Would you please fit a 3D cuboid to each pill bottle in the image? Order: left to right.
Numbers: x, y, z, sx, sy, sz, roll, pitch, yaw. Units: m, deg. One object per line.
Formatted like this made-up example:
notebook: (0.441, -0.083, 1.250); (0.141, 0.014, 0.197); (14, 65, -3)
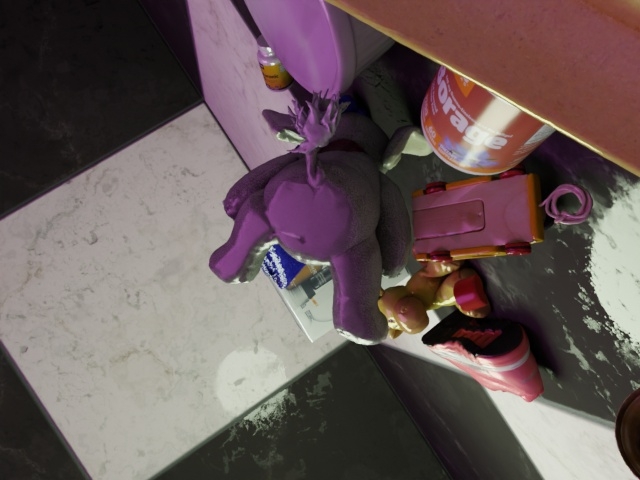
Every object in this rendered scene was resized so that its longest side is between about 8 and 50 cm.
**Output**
pill bottle: (-0.097, -0.376, 1.159); (0.065, 0.065, 0.116); (51, 168, 31)
pill bottle: (0.165, -0.145, 0.462); (0.121, 0.121, 0.216); (55, 170, 10)

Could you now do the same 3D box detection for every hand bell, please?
hand bell: (0.425, 0.263, 0.646); (0.126, 0.126, 0.242); (47, 179, 44)

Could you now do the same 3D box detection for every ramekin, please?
ramekin: (-0.002, -0.326, 0.684); (0.273, 0.127, 0.273); (54, 169, 15)

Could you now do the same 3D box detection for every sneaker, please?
sneaker: (0.293, 0.220, 1.022); (0.136, 0.116, 0.314); (57, 170, -8)

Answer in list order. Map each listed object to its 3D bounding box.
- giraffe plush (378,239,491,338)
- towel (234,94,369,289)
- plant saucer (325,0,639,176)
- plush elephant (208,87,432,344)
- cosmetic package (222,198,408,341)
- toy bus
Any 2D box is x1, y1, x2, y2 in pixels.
giraffe plush: (0.181, 0.101, 1.017); (0.181, 0.170, 0.210); (57, 170, -3)
towel: (-0.004, -0.077, 0.981); (0.076, 0.308, 0.228); (28, 158, 31)
plant saucer: (0.140, -0.143, 0.204); (0.332, 0.081, 0.333); (30, 175, -1)
plush elephant: (0.020, -0.074, 0.784); (0.272, 0.255, 0.330); (18, 121, 15)
cosmetic package: (0.000, 0.000, 1.242); (0.377, 0.284, 0.097); (61, 168, -25)
toy bus: (0.209, -0.027, 0.664); (0.104, 0.191, 0.202); (3, -143, -44)
